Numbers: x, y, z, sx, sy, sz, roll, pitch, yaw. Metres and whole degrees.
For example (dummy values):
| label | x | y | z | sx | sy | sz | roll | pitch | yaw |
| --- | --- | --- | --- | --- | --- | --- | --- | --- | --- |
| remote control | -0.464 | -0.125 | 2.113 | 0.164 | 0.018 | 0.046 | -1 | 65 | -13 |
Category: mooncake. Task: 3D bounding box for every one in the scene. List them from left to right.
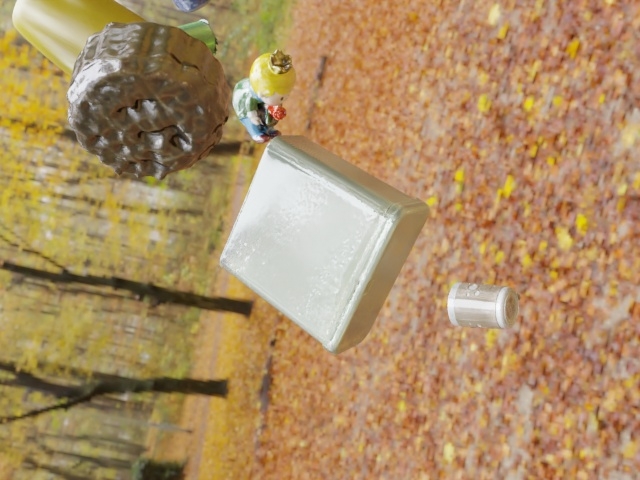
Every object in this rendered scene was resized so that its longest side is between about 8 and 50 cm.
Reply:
| label | x | y | z | sx | sy | sz | roll | pitch | yaw |
| --- | --- | --- | --- | --- | --- | --- | --- | --- | --- |
| mooncake | -0.241 | -0.190 | 1.240 | 0.124 | 0.228 | 0.228 | -85 | 12 | -46 |

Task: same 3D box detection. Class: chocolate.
| label | x | y | z | sx | sy | sz | roll | pitch | yaw |
| --- | --- | --- | --- | --- | --- | --- | --- | --- | --- |
| chocolate | -0.401 | -0.497 | 2.284 | 0.291 | 0.110 | 0.110 | -27 | -36 | -47 |

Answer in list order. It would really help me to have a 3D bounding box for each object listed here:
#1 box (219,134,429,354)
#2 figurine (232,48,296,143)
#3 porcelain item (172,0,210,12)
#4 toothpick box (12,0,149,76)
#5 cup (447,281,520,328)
| label | x | y | z | sx | sy | sz | roll | pitch | yaw |
| --- | --- | --- | --- | --- | --- | --- | --- | --- | --- |
| box | 0.000 | 0.000 | 1.884 | 0.177 | 0.343 | 0.352 | -12 | -49 | -58 |
| figurine | -0.120 | -0.349 | 2.148 | 0.234 | 0.127 | 0.185 | -24 | 83 | 48 |
| porcelain item | -0.276 | -0.572 | 1.869 | 0.147 | 0.114 | 0.147 | -25 | 43 | 25 |
| toothpick box | -0.450 | -0.397 | 1.698 | 0.175 | 0.271 | 0.175 | -56 | 0 | 0 |
| cup | 0.278 | 0.112 | 1.464 | 0.099 | 0.102 | 0.074 | 2 | 77 | 37 |
